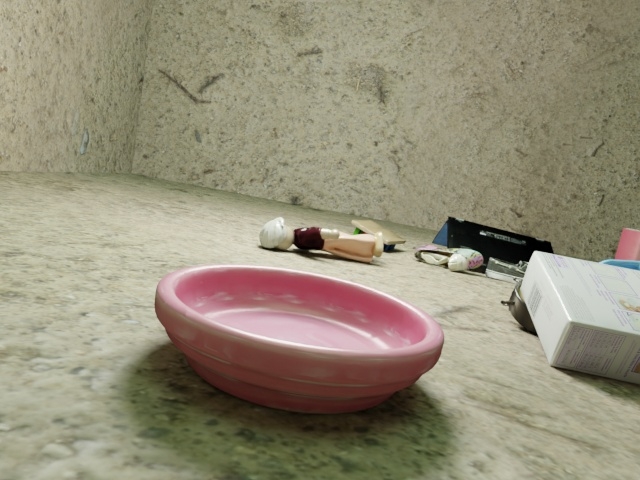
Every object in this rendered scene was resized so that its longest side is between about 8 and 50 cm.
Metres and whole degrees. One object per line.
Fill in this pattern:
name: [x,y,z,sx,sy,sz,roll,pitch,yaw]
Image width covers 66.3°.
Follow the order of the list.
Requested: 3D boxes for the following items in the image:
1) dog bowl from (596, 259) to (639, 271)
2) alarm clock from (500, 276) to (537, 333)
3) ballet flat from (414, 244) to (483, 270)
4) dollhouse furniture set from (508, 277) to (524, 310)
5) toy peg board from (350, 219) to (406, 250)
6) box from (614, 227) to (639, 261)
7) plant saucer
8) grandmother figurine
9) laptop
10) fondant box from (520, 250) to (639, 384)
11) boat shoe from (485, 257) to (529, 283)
dog bowl: [0.690,0.120,1.058,0.297,0.166,0.074,3,-31,-10]
alarm clock: [0.460,0.142,0.965,0.192,0.064,0.129,22,35,26]
ballet flat: [0.403,0.061,1.570,0.221,0.077,0.079,10,25,34]
dollhouse furniture set: [0.486,0.144,1.054,0.114,0.091,0.081,13,23,-5]
toy peg board: [0.198,-0.003,1.767,0.160,0.079,0.161,33,18,27]
box: [1.210,0.083,1.838,0.148,0.232,0.127,10,8,-1]
plant saucer: [-0.027,0.107,0.582,0.332,0.084,0.332,10,7,-1]
grandmother figurine: [0.000,0.000,1.370,0.342,0.104,0.208,6,-19,-14]
laptop: [0.627,0.078,1.820,0.381,0.236,0.408,14,36,5]
fondant box: [0.539,0.138,0.829,0.330,0.096,0.238,10,27,6]
boat shoe: [0.637,0.102,1.539,0.219,0.070,0.078,12,8,8]
